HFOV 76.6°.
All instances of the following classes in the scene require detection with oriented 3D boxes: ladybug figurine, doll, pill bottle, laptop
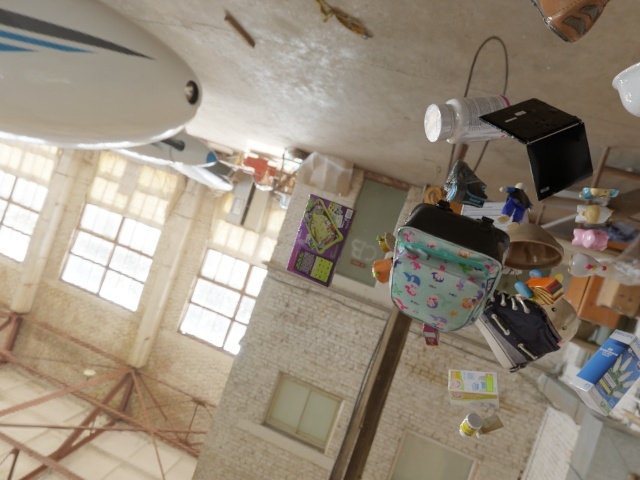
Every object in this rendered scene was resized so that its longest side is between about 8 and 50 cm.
[{"bbox_3d":[1.057,0.423,2.047,0.161,0.305,0.449,-21,165,-31],"label":"ladybug figurine"},{"bbox_3d":[0.612,-0.121,1.271,0.129,0.189,0.046,38,148,0],"label":"doll"},{"bbox_3d":[0.615,0.765,1.666,0.065,0.116,0.065,4,-138,-3],"label":"pill bottle"},{"bbox_3d":[0.543,-0.443,1.490,0.283,0.160,0.160,-8,-175,-10],"label":"pill bottle"},{"bbox_3d":[0.613,-0.270,1.152,0.234,0.137,0.264,-22,-132,-21],"label":"laptop"}]

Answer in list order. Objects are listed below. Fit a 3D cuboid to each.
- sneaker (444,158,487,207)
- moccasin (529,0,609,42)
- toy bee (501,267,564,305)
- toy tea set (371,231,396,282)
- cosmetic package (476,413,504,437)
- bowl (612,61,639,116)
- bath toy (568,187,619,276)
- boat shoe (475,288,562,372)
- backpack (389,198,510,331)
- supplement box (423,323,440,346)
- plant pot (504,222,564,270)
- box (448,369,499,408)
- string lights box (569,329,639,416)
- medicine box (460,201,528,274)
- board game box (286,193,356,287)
[{"bbox_3d":[0.587,-0.221,1.638,0.139,0.125,0.341,21,-145,4],"label":"sneaker"},{"bbox_3d":[0.545,-0.610,0.927,0.139,0.380,0.147,25,135,-19],"label":"moccasin"},{"bbox_3d":[0.807,0.185,1.498,0.162,0.195,0.298,51,-161,-6],"label":"toy bee"},{"bbox_3d":[0.324,0.117,1.703,0.124,0.200,0.336,-25,137,37],"label":"toy tea set"},{"bbox_3d":[0.712,0.791,1.727,0.115,0.041,0.060,-16,-134,-8],"label":"cosmetic package"},{"bbox_3d":[0.902,-0.364,0.997,0.297,0.134,0.298,-1,180,0],"label":"bowl"},{"bbox_3d":[1.045,-0.024,1.555,0.129,0.348,0.151,9,-171,31],"label":"bath toy"},{"bbox_3d":[0.478,0.167,1.065,0.341,0.158,0.127,55,-144,5],"label":"boat shoe"},{"bbox_3d":[0.256,0.076,0.861,0.225,0.191,0.254,22,144,19],"label":"backpack"},{"bbox_3d":[0.371,0.308,1.353,0.043,0.055,0.083,-2,132,24],"label":"supplement box"},{"bbox_3d":[0.746,0.013,1.465,0.237,0.110,0.237,16,156,7],"label":"plant pot"},{"bbox_3d":[0.665,0.645,1.763,0.203,0.103,0.114,-3,-145,23],"label":"box"},{"bbox_3d":[0.990,0.447,1.380,0.133,0.259,0.077,48,172,-14],"label":"string lights box"},{"bbox_3d":[0.749,-0.017,1.777,0.263,0.289,0.149,2,146,35],"label":"medicine box"},{"bbox_3d":[0.000,0.000,1.707,0.208,0.347,0.056,21,-168,11],"label":"board game box"}]
